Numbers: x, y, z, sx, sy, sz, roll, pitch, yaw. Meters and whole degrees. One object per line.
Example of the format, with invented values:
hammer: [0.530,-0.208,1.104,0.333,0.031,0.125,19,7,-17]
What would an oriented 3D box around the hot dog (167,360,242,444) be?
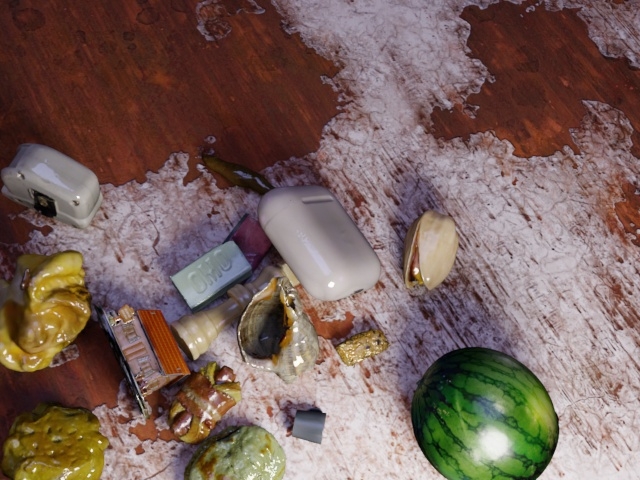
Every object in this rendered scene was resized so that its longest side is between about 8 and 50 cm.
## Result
hot dog: [-0.292,0.400,1.833,0.146,0.103,0.213,34,66,10]

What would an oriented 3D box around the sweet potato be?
sweet potato: [-0.242,-0.195,2.148,0.274,0.067,0.067,27,64,12]

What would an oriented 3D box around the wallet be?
wallet: [-0.224,0.039,2.058,0.119,0.025,0.232,31,66,7]

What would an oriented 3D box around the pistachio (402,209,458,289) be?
pistachio: [0.301,0.029,2.055,0.157,0.157,0.230,17,73,1]

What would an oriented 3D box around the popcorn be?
popcorn: [-0.691,0.177,1.822,0.315,0.281,0.297,-10,65,32]

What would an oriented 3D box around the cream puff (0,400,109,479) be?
cream puff: [-0.615,0.490,1.697,0.244,0.244,0.196,18,100,2]

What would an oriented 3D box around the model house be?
model house: [-0.430,0.269,1.824,0.154,0.207,0.294,-23,70,-20]

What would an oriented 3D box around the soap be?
soap: [-0.291,0.094,1.977,0.198,0.063,0.114,-35,74,-13]

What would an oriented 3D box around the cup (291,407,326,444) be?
cup: [-0.027,0.459,1.859,0.077,0.078,0.100,11,30,3]

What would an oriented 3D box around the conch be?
conch: [-0.113,0.233,1.894,0.210,0.159,0.291,-9,96,-10]

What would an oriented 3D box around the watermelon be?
watermelon: [0.389,0.431,1.776,0.363,0.363,0.363,3,64,-6]

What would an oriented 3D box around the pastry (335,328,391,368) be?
pastry: [0.114,0.282,1.965,0.140,0.056,0.080,-28,82,-20]

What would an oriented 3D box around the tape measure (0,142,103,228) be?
tape measure: [-0.724,-0.145,1.970,0.258,0.265,0.130,26,66,-2]

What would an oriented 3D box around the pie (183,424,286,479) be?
pie: [-0.210,0.547,1.780,0.248,0.090,0.201,-35,70,-24]

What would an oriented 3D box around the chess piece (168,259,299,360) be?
chess piece: [-0.204,0.163,1.958,0.397,0.117,0.117,-33,72,-22]

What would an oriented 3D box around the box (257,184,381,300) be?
box: [-0.001,0.001,1.989,0.288,0.141,0.349,-11,61,-53]
